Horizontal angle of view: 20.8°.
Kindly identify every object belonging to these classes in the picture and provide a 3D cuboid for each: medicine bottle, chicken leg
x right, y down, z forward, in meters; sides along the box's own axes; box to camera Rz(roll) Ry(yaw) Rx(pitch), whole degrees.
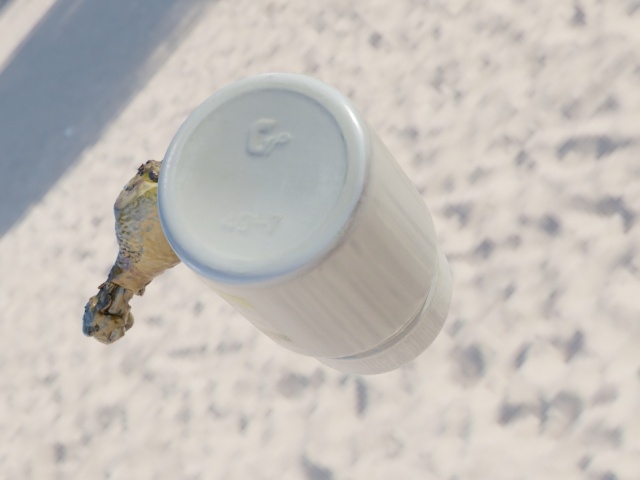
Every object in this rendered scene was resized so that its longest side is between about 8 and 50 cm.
[{"bbox_3d":[0.000,0.000,1.666,0.208,0.208,0.340,-50,-28,-5],"label":"medicine bottle"},{"bbox_3d":[-0.190,0.014,1.883,0.251,0.107,0.087,-60,5,26],"label":"chicken leg"}]
